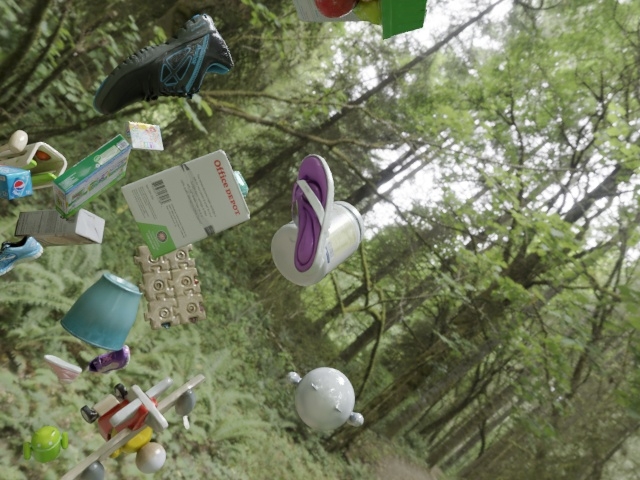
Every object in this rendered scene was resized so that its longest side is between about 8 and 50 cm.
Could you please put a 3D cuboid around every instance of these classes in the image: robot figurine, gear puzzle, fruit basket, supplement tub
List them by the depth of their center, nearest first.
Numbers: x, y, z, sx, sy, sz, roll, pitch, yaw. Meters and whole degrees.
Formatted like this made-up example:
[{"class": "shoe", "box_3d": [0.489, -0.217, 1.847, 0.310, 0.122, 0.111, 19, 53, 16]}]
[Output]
[{"class": "fruit basket", "box_3d": [0.091, -0.623, 1.111, 0.352, 0.166, 0.327, 10, 1, 10]}, {"class": "robot figurine", "box_3d": [-0.729, 0.541, 1.215, 0.067, 0.101, 0.115, 53, -44, 44]}, {"class": "gear puzzle", "box_3d": [-0.447, 0.083, 1.319, 0.044, 0.175, 0.339, -25, -105, 51]}, {"class": "robot figurine", "box_3d": [0.012, 0.549, 1.586, 0.299, 0.200, 0.353, 27, -18, 8]}, {"class": "supplement tub", "box_3d": [0.000, 0.000, 1.692, 0.235, 0.324, 0.236, 17, -58, 30]}]

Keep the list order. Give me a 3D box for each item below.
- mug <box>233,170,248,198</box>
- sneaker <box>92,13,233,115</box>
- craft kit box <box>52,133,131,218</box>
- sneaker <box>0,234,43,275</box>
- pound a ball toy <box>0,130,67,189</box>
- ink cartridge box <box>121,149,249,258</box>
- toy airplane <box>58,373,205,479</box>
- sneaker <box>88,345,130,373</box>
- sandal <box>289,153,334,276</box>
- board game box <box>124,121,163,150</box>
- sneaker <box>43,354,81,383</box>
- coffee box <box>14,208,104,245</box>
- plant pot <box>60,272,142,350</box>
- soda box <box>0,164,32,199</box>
[{"class": "mug", "box_3d": [-0.348, -0.188, 1.771, 0.098, 0.129, 0.158, 59, -21, 4]}, {"class": "sneaker", "box_3d": [-0.351, -0.374, 1.041, 0.140, 0.340, 0.125, 56, -16, -23]}, {"class": "craft kit box", "box_3d": [-0.723, -0.198, 1.450, 0.061, 0.250, 0.246, 44, -31, -6]}, {"class": "sneaker", "box_3d": [-0.814, 0.035, 1.177, 0.063, 0.162, 0.073, 30, -38, 36]}, {"class": "pound a ball toy", "box_3d": [-1.060, -0.293, 1.608, 0.208, 0.318, 0.136, 50, 42, -50]}, {"class": "ink cartridge box", "box_3d": [-0.353, -0.100, 1.220, 0.199, 0.272, 0.114, 69, -14, -13]}, {"class": "toy airplane", "box_3d": [-0.535, 0.560, 1.352, 0.273, 0.385, 0.384, 61, -3, -2]}, {"class": "sneaker", "box_3d": [-0.948, 0.538, 2.040, 0.104, 0.236, 0.095, 21, 47, -52]}, {"class": "sandal", "box_3d": [-0.043, -0.098, 1.451, 0.102, 0.169, 0.417, 17, 64, -41]}, {"class": "board game box", "box_3d": [-0.716, -0.421, 1.860, 0.154, 0.026, 0.104, -13, 94, -61]}, {"class": "sneaker", "box_3d": [-0.932, 0.464, 1.625, 0.134, 0.070, 0.051, 33, -6, -19]}, {"class": "coffee box", "box_3d": [-0.934, -0.045, 1.645, 0.141, 0.246, 0.098, 56, 33, -69]}, {"class": "plant pot", "box_3d": [-0.903, 0.290, 1.947, 0.271, 0.255, 0.272, 30, -7, 4]}, {"class": "soda box", "box_3d": [-0.882, -0.167, 1.222, 0.209, 0.067, 0.071, 13, 22, 16]}]
